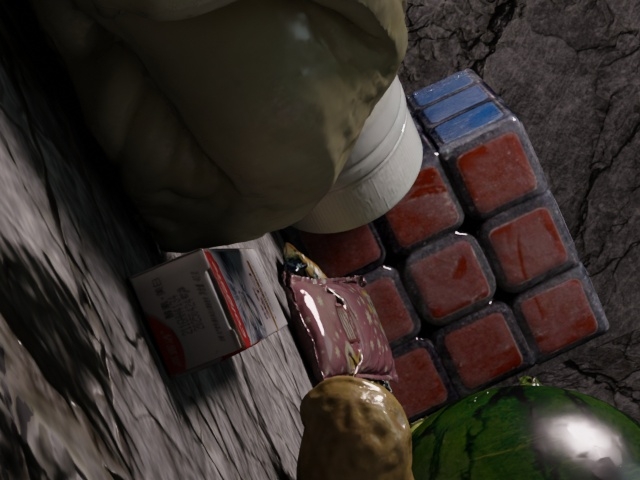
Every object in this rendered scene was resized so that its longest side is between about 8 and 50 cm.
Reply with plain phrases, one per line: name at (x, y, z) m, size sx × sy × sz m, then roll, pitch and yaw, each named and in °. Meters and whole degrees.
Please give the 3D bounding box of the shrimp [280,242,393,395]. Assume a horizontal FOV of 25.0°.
shrimp at (0.016, 0.109, 1.405) m, size 0.198 × 0.051 × 0.262 m, roll 49°, pitch 15°, yaw -51°

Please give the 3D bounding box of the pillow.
pillow at (0.018, 0.083, 1.322) m, size 0.185 × 0.043 × 0.118 m, roll 15°, pitch 51°, yaw -66°

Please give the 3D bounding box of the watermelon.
watermelon at (0.151, 0.218, 1.011) m, size 0.242 × 0.242 × 0.242 m, roll -25°, pitch 90°, yaw -87°

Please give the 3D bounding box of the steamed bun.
steamed bun at (-0.062, -0.169, 0.746) m, size 0.275 × 0.206 × 0.320 m, roll -114°, pitch -179°, yaw -48°

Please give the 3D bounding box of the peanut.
peanut at (0.040, 0.170, 0.871) m, size 0.089 × 0.089 × 0.193 m, roll -101°, pitch 166°, yaw -77°

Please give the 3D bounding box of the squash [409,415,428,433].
squash at (0.148, 0.274, 1.608) m, size 0.187 × 0.123 × 0.123 m, roll -104°, pitch 169°, yaw -78°

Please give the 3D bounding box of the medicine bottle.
medicine bottle at (-0.023, -0.169, 1.475) m, size 0.332 × 0.190 × 0.190 m, roll 61°, pitch 5°, yaw -49°

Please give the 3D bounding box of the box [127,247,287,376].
box at (-0.054, 0.034, 0.767) m, size 0.218 × 0.039 × 0.055 m, roll -9°, pitch 76°, yaw -86°

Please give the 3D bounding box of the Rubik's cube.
Rubik's cube at (0.135, 0.001, 1.773) m, size 0.301 × 0.305 × 0.304 m, roll -103°, pitch 169°, yaw -72°
